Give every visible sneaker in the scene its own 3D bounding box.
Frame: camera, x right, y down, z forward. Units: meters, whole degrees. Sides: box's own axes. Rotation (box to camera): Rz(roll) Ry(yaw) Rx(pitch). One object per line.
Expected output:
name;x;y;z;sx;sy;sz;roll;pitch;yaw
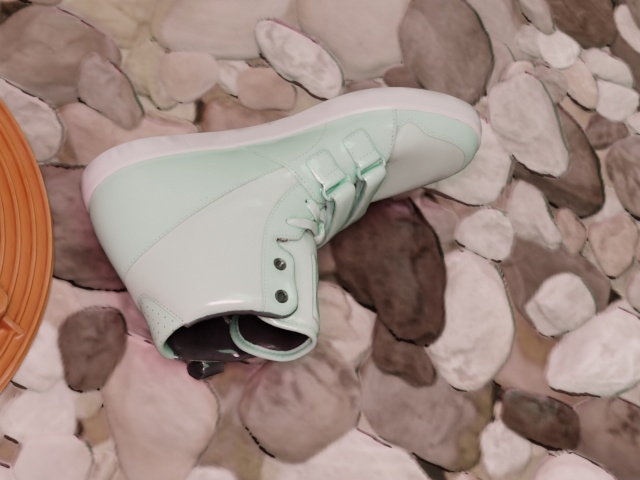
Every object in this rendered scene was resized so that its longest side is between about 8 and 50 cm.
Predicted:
sneaker;-0.001;0.000;0.916;0.256;0.094;0.151;-13;60;-19

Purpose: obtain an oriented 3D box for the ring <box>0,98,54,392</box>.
ring;-0.310;-0.018;0.835;0.337;0.032;0.336;10;57;-16
